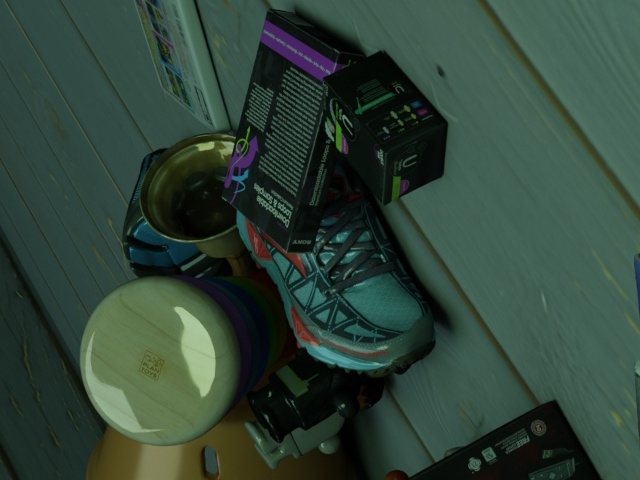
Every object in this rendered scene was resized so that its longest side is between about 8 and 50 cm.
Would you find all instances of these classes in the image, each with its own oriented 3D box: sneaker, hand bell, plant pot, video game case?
[{"bbox_3d":[0.000,0.000,1.187,0.262,0.104,0.125,48,154,38],"label":"sneaker"},{"bbox_3d":[-0.085,0.012,1.487,0.126,0.126,0.242,51,170,35],"label":"hand bell"},{"bbox_3d":[-0.131,0.044,1.648,0.340,0.125,0.139,78,-175,-46],"label":"sneaker"},{"bbox_3d":[-0.098,0.206,1.507,0.291,0.291,0.203,45,139,46],"label":"plant pot"},{"bbox_3d":[-0.143,-0.195,1.452,0.143,0.019,0.157,41,152,51],"label":"video game case"}]

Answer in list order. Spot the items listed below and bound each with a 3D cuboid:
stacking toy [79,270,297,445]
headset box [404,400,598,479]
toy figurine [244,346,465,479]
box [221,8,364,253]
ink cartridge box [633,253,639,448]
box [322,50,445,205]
[{"bbox_3d":[-0.083,0.086,1.330,0.141,0.141,0.330,62,-161,5],"label":"stacking toy"},{"bbox_3d":[0.134,0.296,1.033,0.293,0.218,0.110,61,162,9],"label":"headset box"},{"bbox_3d":[0.044,0.183,1.266,0.213,0.148,0.209,55,167,13],"label":"toy figurine"},{"bbox_3d":[-0.024,-0.085,1.133,0.116,0.029,0.162,40,119,51],"label":"box"},{"bbox_3d":[0.238,0.210,0.801,0.307,0.072,0.303,-129,22,-53],"label":"ink cartridge box"},{"bbox_3d":[0.044,-0.079,1.033,0.083,0.052,0.062,52,160,30],"label":"box"}]
